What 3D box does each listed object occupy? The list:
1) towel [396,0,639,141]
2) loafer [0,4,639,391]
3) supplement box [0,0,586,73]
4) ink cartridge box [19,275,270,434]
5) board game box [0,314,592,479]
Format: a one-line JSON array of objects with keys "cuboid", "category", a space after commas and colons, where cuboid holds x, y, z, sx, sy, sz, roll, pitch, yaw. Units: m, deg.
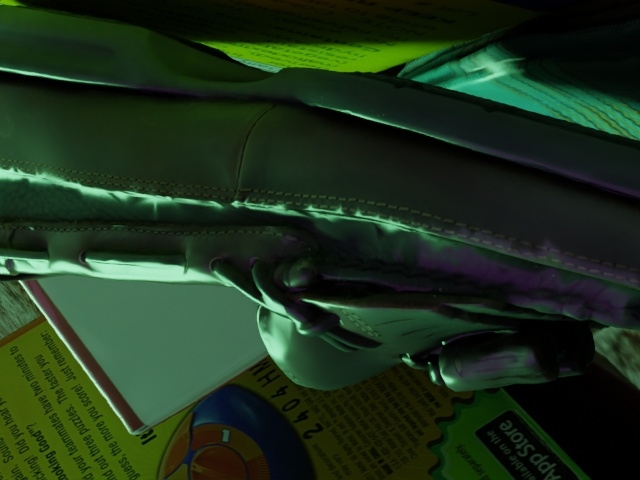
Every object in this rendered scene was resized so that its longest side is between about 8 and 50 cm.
[{"cuboid": [0.202, 0.046, 0.419, 0.370, 0.040, 0.271, 37, 170, -15], "category": "towel"}, {"cuboid": [0.000, 0.000, 0.397, 0.267, 0.084, 0.096, 17, -177, 42], "category": "loafer"}, {"cuboid": [-0.062, -0.162, 0.489, 0.194, 0.195, 0.356, 12, 175, -18], "category": "supplement box"}, {"cuboid": [-0.081, -0.048, 0.819, 0.197, 0.114, 0.273, 55, -166, -8], "category": "ink cartridge box"}, {"cuboid": [-0.037, 0.250, 0.995, 0.356, 0.356, 0.356, 48, 164, 45], "category": "board game box"}]
